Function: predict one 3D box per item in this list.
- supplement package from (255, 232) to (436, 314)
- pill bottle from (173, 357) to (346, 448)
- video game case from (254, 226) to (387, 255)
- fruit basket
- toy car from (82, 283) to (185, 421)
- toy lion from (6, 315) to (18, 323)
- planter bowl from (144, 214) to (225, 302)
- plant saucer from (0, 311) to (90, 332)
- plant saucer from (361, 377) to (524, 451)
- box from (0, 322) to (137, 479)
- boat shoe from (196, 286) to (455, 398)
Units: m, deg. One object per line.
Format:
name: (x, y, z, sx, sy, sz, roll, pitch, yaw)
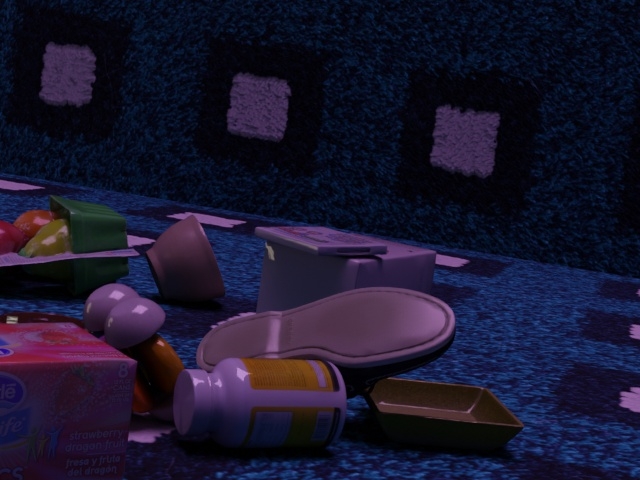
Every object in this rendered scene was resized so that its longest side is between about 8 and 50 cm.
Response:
supplement package: (0.045, 0.092, 1.952, 0.177, 0.175, 0.293, 13, 9, 28)
pill bottle: (-0.070, 0.186, 1.360, 0.184, 0.103, 0.103, 5, 8, -26)
video game case: (0.000, 0.000, 1.848, 0.143, 0.019, 0.157, -1, 11, -41)
fruit basket: (-0.533, 0.024, 2.145, 0.353, 0.165, 0.327, -12, 14, -21)
toy car: (-0.238, 0.151, 1.424, 0.136, 0.159, 0.182, -35, 25, -19)
toy lion: (-0.380, 0.137, 1.446, 0.034, 0.096, 0.100, 6, 7, -15)
planter bowl: (-0.255, 0.046, 2.169, 0.109, 0.162, 0.162, -21, 14, -12)
plant saucer: (-0.408, 0.132, 1.743, 0.168, 0.029, 0.168, 9, 7, -1)
plant saucer: (0.145, 0.225, 1.526, 0.188, 0.045, 0.188, 6, 7, -8)
box: (-0.341, 0.162, 1.104, 0.300, 0.142, 0.154, 2, 10, -37)
boat shoe: (0.016, 0.150, 1.497, 0.340, 0.113, 0.127, -13, 40, 16)
